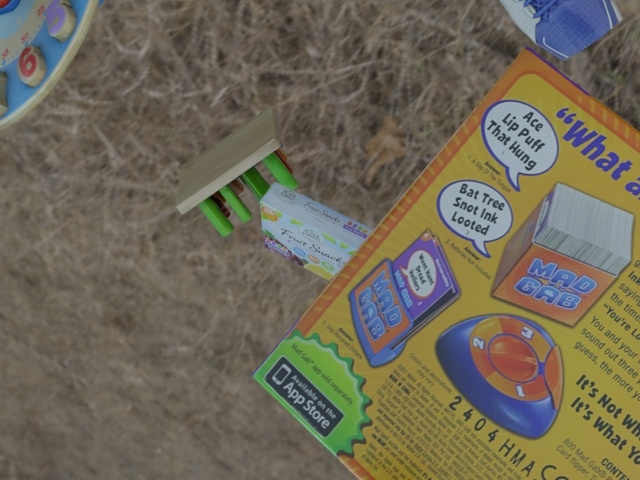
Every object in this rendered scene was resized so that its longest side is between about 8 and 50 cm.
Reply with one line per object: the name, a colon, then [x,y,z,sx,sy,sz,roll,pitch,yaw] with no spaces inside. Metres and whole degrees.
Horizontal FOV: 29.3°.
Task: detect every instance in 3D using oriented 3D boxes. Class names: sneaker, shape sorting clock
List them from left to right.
shape sorting clock: [-0.227,-0.177,0.905,0.206,0.206,0.040,-24,145,36]
sneaker: [0.236,-0.365,1.575,0.127,0.182,0.315,-40,83,27]

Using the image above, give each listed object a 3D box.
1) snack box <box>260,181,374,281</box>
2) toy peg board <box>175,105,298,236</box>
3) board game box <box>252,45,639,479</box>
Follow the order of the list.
snack box: [0.000,0.000,1.404,0.141,0.037,0.100,26,150,16]
toy peg board: [-0.106,-0.087,1.658,0.161,0.161,0.079,-34,110,9]
board game box: [0.231,0.110,1.099,0.356,0.356,0.356,42,97,19]
